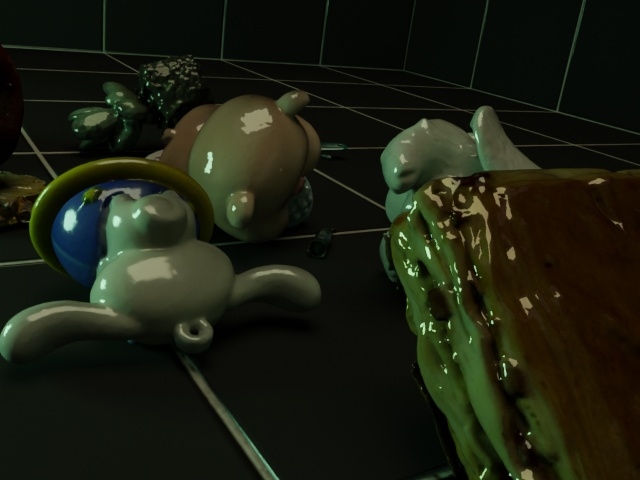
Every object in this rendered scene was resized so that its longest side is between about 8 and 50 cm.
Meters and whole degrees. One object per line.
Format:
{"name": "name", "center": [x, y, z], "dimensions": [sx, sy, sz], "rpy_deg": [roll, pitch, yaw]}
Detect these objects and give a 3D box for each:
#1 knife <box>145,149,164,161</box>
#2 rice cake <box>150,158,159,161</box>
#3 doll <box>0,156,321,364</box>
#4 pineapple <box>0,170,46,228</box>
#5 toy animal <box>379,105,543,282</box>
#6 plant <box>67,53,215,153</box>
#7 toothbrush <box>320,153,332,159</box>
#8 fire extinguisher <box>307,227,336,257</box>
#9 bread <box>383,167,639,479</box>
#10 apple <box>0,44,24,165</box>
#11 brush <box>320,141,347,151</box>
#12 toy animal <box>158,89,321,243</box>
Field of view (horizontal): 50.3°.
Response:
{"name": "knife", "center": [-0.271, -0.168, 1.305], "dimensions": [0.081, 0.043, 0.336], "rpy_deg": [6, 19, -4]}
{"name": "rice cake", "center": [-0.155, -0.094, 1.125], "dimensions": [0.256, 0.057, 0.052], "rpy_deg": [5, 3, -7]}
{"name": "doll", "center": [-0.152, 0.005, 0.710], "dimensions": [0.310, 0.160, 0.242], "rpy_deg": [3, 19, -20]}
{"name": "pineapple", "center": [-0.464, -0.061, 0.939], "dimensions": [0.221, 0.047, 0.221], "rpy_deg": [7, 19, -2]}
{"name": "toy animal", "center": [0.211, -0.007, 0.794], "dimensions": [0.206, 0.272, 0.265], "rpy_deg": [-33, 52, -24]}
{"name": "plant", "center": [-0.346, -0.256, 1.307], "dimensions": [0.274, 0.149, 0.146], "rpy_deg": [-23, -9, -5]}
{"name": "toothbrush", "center": [-0.042, -0.205, 1.516], "dimensions": [0.167, 0.014, 0.011], "rpy_deg": [22, 42, 33]}
{"name": "fire extinguisher", "center": [0.000, 0.000, 0.969], "dimensions": [0.038, 0.025, 0.083], "rpy_deg": [-12, 16, 15]}
{"name": "bread", "center": [0.225, 0.081, 0.563], "dimensions": [0.324, 0.167, 0.278], "rpy_deg": [-8, 66, -23]}
{"name": "apple", "center": [-0.504, -0.177, 0.878], "dimensions": [0.234, 0.234, 0.234], "rpy_deg": [6, 20, -2]}
{"name": "brush", "center": [-0.037, -0.215, 1.491], "dimensions": [0.193, 0.032, 0.043], "rpy_deg": [1, 33, 4]}
{"name": "toy animal", "center": [-0.123, -0.115, 0.977], "dimensions": [0.221, 0.210, 0.229], "rpy_deg": [21, -11, 13]}
